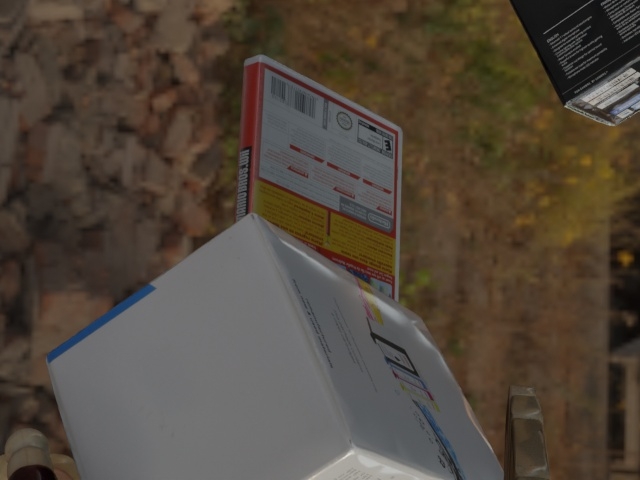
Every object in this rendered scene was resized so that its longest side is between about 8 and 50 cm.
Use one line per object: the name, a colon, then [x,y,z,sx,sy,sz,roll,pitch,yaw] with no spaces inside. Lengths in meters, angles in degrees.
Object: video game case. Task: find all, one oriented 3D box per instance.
video game case: [0.000,0.000,1.315,0.204,0.025,0.285,23,62,-45]

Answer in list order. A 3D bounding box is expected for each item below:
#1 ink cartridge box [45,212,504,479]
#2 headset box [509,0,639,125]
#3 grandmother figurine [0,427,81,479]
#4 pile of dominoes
ink cartridge box: [-0.019,0.125,0.934,0.232,0.171,0.168,32,27,-55]
headset box: [0.276,-0.290,1.315,0.131,0.246,0.283,9,52,-59]
grandmother figurine: [-0.154,0.221,0.896,0.208,0.104,0.342,60,-11,-7]
pile of dominoes: [0.066,0.165,0.396,0.196,0.040,0.251,-47,139,-80]
